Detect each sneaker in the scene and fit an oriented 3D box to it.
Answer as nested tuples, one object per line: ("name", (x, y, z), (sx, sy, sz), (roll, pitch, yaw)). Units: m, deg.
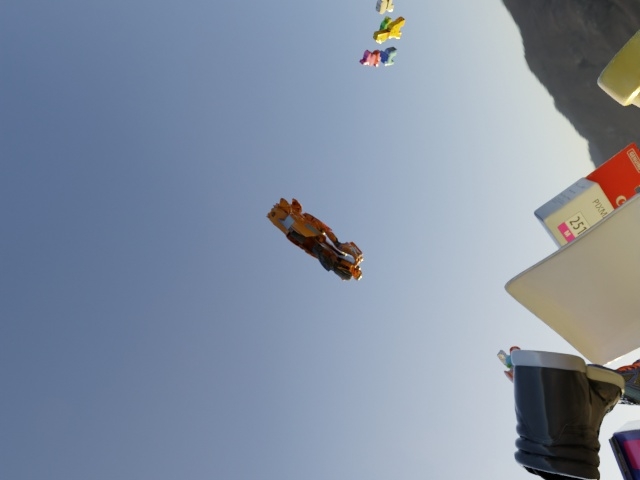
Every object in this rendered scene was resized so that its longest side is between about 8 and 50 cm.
("sneaker", (0.317, 0.231, 0.588), (0.295, 0.104, 0.147), (25, -112, -45))
("sneaker", (0.525, 0.229, 0.757), (0.221, 0.083, 0.087), (14, -110, -12))

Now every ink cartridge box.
("ink cartridge box", (0.634, -0.026, 0.977), (0.275, 0.239, 0.060), (47, -165, -16))
("ink cartridge box", (0.540, 0.390, 0.729), (0.311, 0.065, 0.186), (20, -128, -48))

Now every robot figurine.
("robot figurine", (0.000, 0.000, 1.232), (0.291, 0.085, 0.211), (37, -168, 7))

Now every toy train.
("toy train", (0.345, 0.259, 0.760), (0.046, 0.125, 0.166), (-28, -110, -14))

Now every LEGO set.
("LEGO set", (0.172, -0.582, 1.318), (0.093, 0.227, 0.087), (-25, -121, -26))

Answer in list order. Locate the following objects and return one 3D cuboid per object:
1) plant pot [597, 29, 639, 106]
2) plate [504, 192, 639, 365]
("plant pot", (0.770, -0.352, 0.947), (0.239, 0.254, 0.254), (51, -148, 17))
("plate", (0.525, 0.076, 0.815), (0.278, 0.277, 0.045), (38, -149, -12))
